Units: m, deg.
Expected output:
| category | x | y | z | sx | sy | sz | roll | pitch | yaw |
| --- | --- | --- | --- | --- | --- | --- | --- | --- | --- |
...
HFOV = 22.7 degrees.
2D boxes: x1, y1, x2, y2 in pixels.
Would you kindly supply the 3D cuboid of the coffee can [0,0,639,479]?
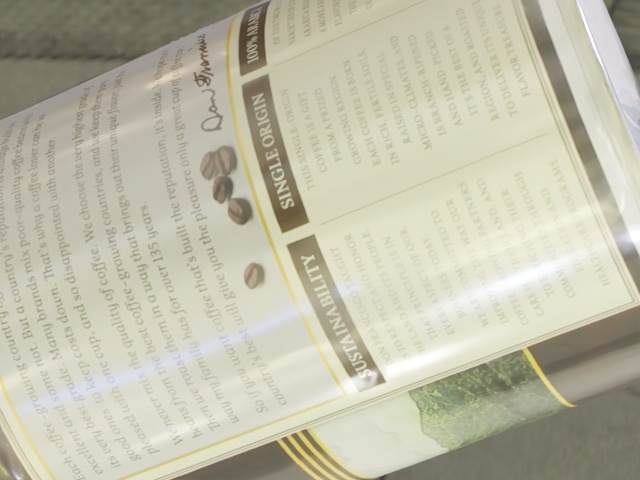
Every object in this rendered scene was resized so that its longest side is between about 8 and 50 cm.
| category | x | y | z | sx | sy | sz | roll | pitch | yaw |
| --- | --- | --- | --- | --- | --- | --- | --- | --- | --- |
| coffee can | 0.000 | 0.000 | 0.651 | 0.275 | 0.201 | 0.202 | -22 | 55 | 15 |
